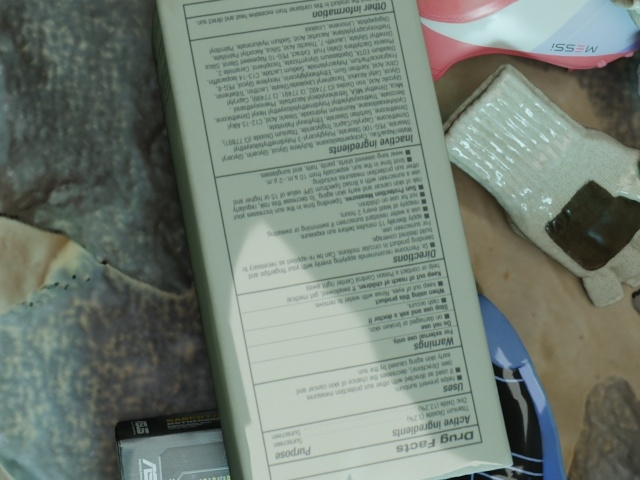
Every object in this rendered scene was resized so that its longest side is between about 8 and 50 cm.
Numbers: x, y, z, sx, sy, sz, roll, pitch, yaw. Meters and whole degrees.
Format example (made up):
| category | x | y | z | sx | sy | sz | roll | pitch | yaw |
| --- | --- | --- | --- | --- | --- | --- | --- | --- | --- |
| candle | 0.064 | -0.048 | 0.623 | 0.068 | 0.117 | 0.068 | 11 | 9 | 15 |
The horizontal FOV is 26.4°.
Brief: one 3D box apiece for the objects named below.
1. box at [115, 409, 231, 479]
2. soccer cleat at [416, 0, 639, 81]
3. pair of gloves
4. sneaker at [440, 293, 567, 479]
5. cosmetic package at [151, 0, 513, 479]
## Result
| category | x | y | z | sx | sy | sz | roll | pitch | yaw |
| --- | --- | --- | --- | --- | --- | --- | --- | --- | --- |
| box | -0.035 | 0.226 | 0.902 | 0.183 | 0.056 | 0.231 | -6 | 95 | -11 |
| soccer cleat | 0.205 | -0.169 | 0.908 | 0.318 | 0.108 | 0.116 | -4 | 120 | -16 |
| pair of gloves | 0.219 | -0.080 | 0.886 | 0.240 | 0.042 | 0.204 | -40 | 124 | 12 |
| sneaker | 0.108 | 0.156 | 0.911 | 0.091 | 0.081 | 0.232 | -20 | 98 | -16 |
| cosmetic package | 0.000 | 0.000 | 0.833 | 0.160 | 0.113 | 0.309 | -9 | 84 | -10 |
